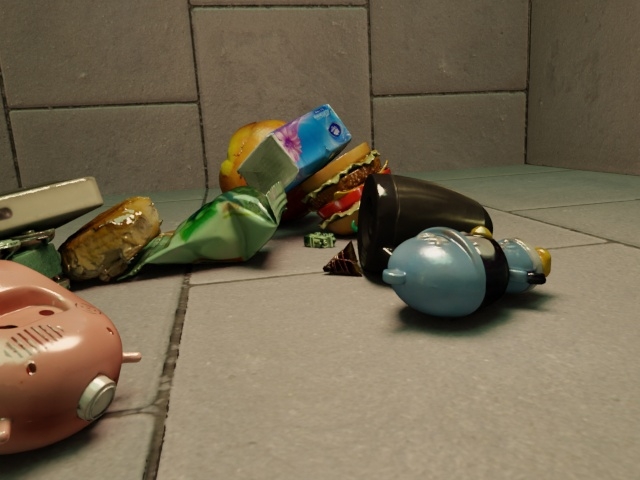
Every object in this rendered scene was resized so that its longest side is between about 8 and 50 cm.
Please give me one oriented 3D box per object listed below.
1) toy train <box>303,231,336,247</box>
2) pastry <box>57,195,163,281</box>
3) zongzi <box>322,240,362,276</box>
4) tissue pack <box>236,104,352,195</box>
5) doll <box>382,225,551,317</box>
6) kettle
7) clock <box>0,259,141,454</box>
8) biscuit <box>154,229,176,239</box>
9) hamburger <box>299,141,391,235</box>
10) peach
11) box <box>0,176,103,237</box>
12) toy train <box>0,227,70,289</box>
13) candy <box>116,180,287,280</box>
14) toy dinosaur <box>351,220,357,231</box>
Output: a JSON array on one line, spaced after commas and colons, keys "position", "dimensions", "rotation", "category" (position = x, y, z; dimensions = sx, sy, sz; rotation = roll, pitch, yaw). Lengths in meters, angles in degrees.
[{"position": [0.000, 0.000, 1.370], "dimensions": [0.083, 0.033, 0.053], "rotation": [8, 22, 41], "category": "toy train"}, {"position": [-0.478, 0.002, 1.195], "dimensions": [0.257, 0.121, 0.236], "rotation": [-38, 20, -15], "category": "pastry"}, {"position": [0.059, 0.052, 1.097], "dimensions": [0.067, 0.073, 0.083], "rotation": [-16, -22, -44], "category": "zongzi"}, {"position": [-0.066, -0.240, 1.450], "dimensions": [0.198, 0.146, 0.263], "rotation": [-35, 4, 46], "category": "tissue pack"}, {"position": [0.235, 0.045, 0.854], "dimensions": [0.314, 0.141, 0.177], "rotation": [-6, 16, -28], "category": "doll"}, {"position": [0.228, -0.027, 1.065], "dimensions": [0.271, 0.207, 0.251], "rotation": [3, 5, -8], "category": "kettle"}, {"position": [-0.332, 0.121, 0.573], "dimensions": [0.241, 0.142, 0.227], "rotation": [20, 16, 15], "category": "clock"}, {"position": [-0.423, -0.004, 1.497], "dimensions": [0.184, 0.035, 0.249], "rotation": [6, 15, 35], "category": "biscuit"}, {"position": [0.091, -0.132, 1.493], "dimensions": [0.274, 0.212, 0.274], "rotation": [-34, 4, 3], "category": "hamburger"}, {"position": [-0.152, -0.216, 1.747], "dimensions": [0.370, 0.370, 0.370], "rotation": [-3, 12, 1], "category": "peach"}, {"position": [-0.695, -0.028, 1.084], "dimensions": [0.373, 0.090, 0.367], "rotation": [-14, 8, 38], "category": "box"}, {"position": [-0.604, 0.073, 0.944], "dimensions": [0.221, 0.150, 0.304], "rotation": [-14, 9, -1], "category": "toy train"}, {"position": [-0.268, -0.018, 1.244], "dimensions": [0.398, 0.172, 0.263], "rotation": [-16, 8, 1], "category": "candy"}, {"position": [0.141, -0.038, 1.360], "dimensions": [0.132, 0.096, 0.059], "rotation": [-5, 11, -18], "category": "toy dinosaur"}]
